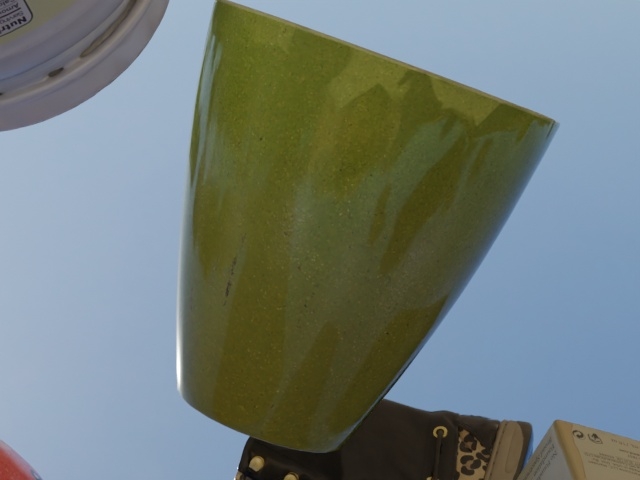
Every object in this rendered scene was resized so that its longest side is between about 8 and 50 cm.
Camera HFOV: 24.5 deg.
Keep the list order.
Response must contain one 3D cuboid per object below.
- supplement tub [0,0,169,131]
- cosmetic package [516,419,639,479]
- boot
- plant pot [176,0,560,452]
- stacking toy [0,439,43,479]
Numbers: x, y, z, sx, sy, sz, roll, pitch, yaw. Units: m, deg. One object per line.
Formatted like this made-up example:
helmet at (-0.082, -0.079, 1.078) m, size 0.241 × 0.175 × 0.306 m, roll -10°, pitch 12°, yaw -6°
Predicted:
supplement tub at (-0.202, -0.216, 0.691) m, size 0.235 × 0.235 × 0.325 m, roll 21°, pitch 159°, yaw 19°
cosmetic package at (0.239, 0.311, 1.211) m, size 0.113 × 0.160 × 0.309 m, roll 17°, pitch -152°, yaw -16°
boot at (0.041, 0.309, 1.542) m, size 0.284 × 0.138 × 0.377 m, roll 18°, pitch -122°, yaw 16°
plant pot at (0.000, 0.000, 1.125) m, size 0.275 × 0.293 × 0.275 m, roll 20°, pitch -174°, yaw -2°
stacking toy at (-0.280, 0.163, 0.836) m, size 0.351 × 0.479 × 0.350 m, roll -8°, pitch -149°, yaw 5°
